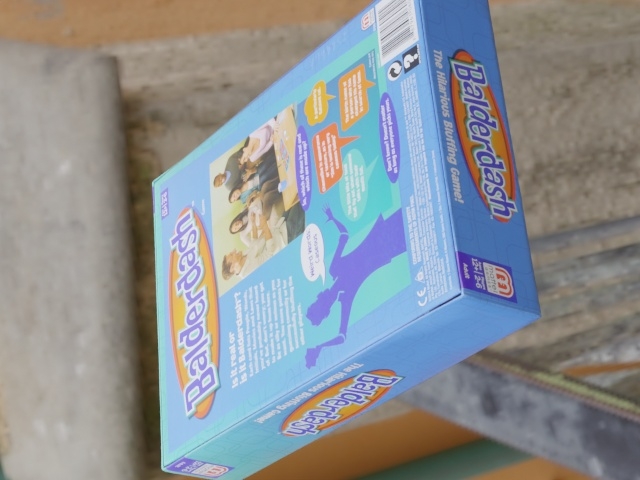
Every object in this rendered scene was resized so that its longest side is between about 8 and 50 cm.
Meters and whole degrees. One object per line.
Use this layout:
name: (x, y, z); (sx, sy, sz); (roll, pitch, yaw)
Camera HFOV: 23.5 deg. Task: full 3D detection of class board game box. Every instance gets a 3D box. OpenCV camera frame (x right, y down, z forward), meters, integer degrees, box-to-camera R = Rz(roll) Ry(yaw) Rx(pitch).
board game box: (0.000, 0.000, 0.693); (0.210, 0.047, 0.160); (-33, 51, 42)
